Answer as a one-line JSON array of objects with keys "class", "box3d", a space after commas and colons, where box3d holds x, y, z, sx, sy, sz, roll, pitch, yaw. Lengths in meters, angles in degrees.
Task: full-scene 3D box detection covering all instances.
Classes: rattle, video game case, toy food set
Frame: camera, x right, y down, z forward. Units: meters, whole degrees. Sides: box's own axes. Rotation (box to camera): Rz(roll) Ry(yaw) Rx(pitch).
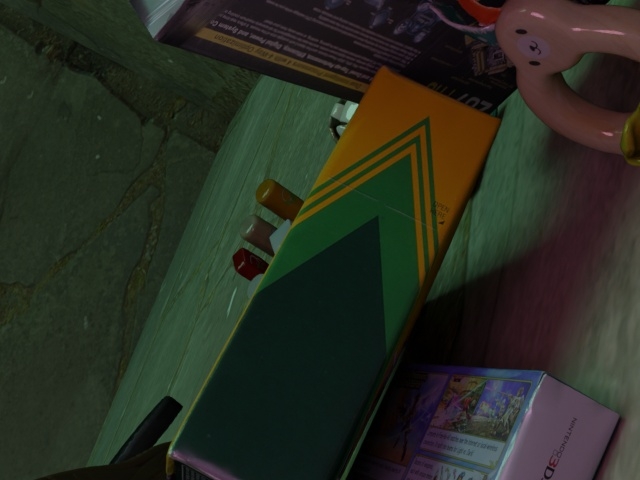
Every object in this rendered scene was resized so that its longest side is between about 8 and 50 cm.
[{"class": "rattle", "box3d": [0.139, -0.082, 0.768, 0.143, 0.199, 0.130, -65, 11, -11]}, {"class": "video game case", "box3d": [0.065, 0.203, 0.808, 0.244, 0.061, 0.269, -65, 11, -10]}, {"class": "toy food set", "box3d": [-0.045, 0.028, 1.722, 0.111, 0.104, 0.232, -45, 35, 18]}]

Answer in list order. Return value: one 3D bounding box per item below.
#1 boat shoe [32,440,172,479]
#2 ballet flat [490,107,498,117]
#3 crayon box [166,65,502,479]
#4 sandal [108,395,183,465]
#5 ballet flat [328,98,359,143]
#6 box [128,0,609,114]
[{"class": "boat shoe", "box3d": [-0.151, 0.265, 1.193, 0.109, 0.302, 0.098, 31, 123, 52]}, {"class": "ballet flat", "box3d": [0.143, -0.091, 1.205, 0.041, 0.041, 0.114, -43, 22, 61]}, {"class": "crayon box", "box3d": [0.001, 0.094, 0.952, 0.313, 0.106, 0.363, -61, -6, -23]}, {"class": "sandal", "box3d": [-0.231, 0.352, 1.262, 0.167, 0.107, 0.446, -50, 10, 45]}, {"class": "ballet flat", "box3d": [0.065, -0.129, 1.465, 0.108, 0.106, 0.316, -63, 11, -1]}, {"class": "box", "box3d": [0.094, -0.230, 0.835, 0.318, 0.097, 0.395, -47, -28, 23]}]
